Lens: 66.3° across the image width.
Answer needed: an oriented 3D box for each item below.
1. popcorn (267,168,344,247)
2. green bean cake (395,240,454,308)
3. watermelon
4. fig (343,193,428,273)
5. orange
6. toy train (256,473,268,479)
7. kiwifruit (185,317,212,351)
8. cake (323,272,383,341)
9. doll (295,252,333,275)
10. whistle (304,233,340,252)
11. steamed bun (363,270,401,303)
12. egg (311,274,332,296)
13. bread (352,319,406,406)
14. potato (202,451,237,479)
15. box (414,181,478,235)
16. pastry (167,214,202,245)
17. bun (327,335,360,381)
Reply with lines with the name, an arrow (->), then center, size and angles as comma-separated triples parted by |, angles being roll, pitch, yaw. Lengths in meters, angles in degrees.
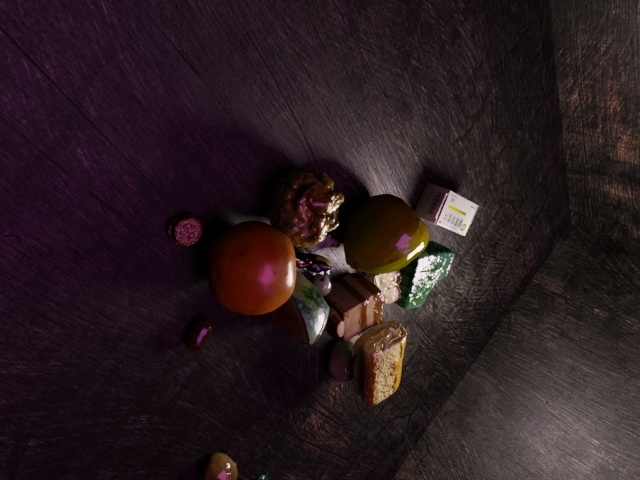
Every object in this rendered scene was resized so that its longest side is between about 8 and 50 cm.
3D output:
popcorn -> -0.054, -0.105, 1.698 | 0.282, 0.247, 0.282 | -35, 142, -34
green bean cake -> 0.481, 0.163, 2.415 | 0.300, 0.169, 0.308 | -4, 114, -41
watermelon -> -0.100, 0.248, 1.881 | 0.193, 0.310, 0.232 | -41, 172, -21
fig -> 0.250, -0.013, 1.996 | 0.343, 0.343, 0.343 | -22, 125, -35
orange -> -0.222, 0.087, 1.589 | 0.312, 0.312, 0.312 | -22, 125, -35
toy train -> -0.278, 1.196, 2.270 | 0.163, 0.112, 0.203 | -31, 130, -21
kiwifruit -> -0.419, 0.327, 1.693 | 0.075, 0.075, 0.124 | 23, 90, -48
cake -> 0.106, 0.296, 2.106 | 0.293, 0.198, 0.196 | -25, 132, -28
doll -> -0.044, 0.084, 1.890 | 0.248, 0.127, 0.088 | 21, 106, -39
whistle -> 0.000, 0.000, 1.941 | 0.220, 0.057, 0.107 | 7, 120, -50
steamed bun -> 0.277, 0.202, 2.277 | 0.192, 0.106, 0.177 | -17, 111, -13
egg -> 0.006, 0.178, 2.019 | 0.085, 0.085, 0.110 | 22, 85, -48
bread -> 0.264, 0.539, 2.179 | 0.236, 0.165, 0.375 | -26, 134, -26
potato -> -0.408, 0.952, 2.000 | 0.137, 0.137, 0.176 | -39, 131, -23
box -> 0.614, -0.150, 2.391 | 0.333, 0.145, 0.173 | 15, 99, -48
pastry -> -0.417, -0.030, 1.515 | 0.109, 0.057, 0.097 | -55, 136, -9
bun -> 0.143, 0.563, 2.314 | 0.239, 0.141, 0.239 | -22, 124, -38
